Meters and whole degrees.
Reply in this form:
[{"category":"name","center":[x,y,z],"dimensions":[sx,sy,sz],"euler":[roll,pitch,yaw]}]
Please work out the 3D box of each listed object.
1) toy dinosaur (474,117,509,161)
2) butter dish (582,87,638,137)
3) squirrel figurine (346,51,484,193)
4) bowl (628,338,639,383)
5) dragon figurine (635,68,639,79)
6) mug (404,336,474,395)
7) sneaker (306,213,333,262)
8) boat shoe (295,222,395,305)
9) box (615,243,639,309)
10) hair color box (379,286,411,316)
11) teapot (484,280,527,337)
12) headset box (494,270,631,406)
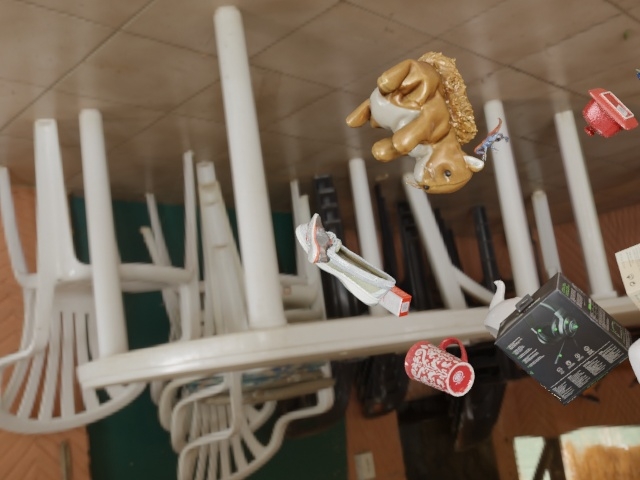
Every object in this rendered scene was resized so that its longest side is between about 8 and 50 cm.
[{"category":"toy dinosaur","center":[0.381,-0.222,1.601],"dimensions":[0.047,0.090,0.082],"euler":[-1,176,-45]},{"category":"butter dish","center":[0.823,-0.354,2.075],"dimensions":[0.160,0.160,0.118],"euler":[-22,157,-52]},{"category":"squirrel figurine","center":[0.335,-0.333,2.061],"dimensions":[0.397,0.370,0.281],"euler":[-37,177,-33]},{"category":"bowl","center":[0.596,0.207,1.164],"dimensions":[0.142,0.142,0.053],"euler":[-26,175,-10]},{"category":"dragon figurine","center":[0.706,-0.330,1.377],"dimensions":[0.144,0.085,0.289],"euler":[27,-168,7]},{"category":"mug","center":[0.324,0.327,1.890],"dimensions":[0.113,0.150,0.169],"euler":[24,176,-29]},{"category":"sneaker","center":[0.000,0.000,1.903],"dimensions":[0.065,0.158,0.061],"euler":[11,143,-16]},{"category":"boat shoe","center":[0.068,0.052,2.040],"dimensions":[0.103,0.320,0.118],"euler":[-48,179,22]},{"category":"box","center":[0.825,0.047,1.534],"dimensions":[0.311,0.121,0.148],"euler":[-28,130,31]},{"category":"hair color box","center":[0.229,0.186,2.316],"dimensions":[0.043,0.072,0.141],"euler":[-8,-153,-36]},{"category":"teapot","center":[0.707,0.284,2.437],"dimensions":[0.256,0.187,0.252],"euler":[42,173,-22]},{"category":"headset box","center":[0.657,0.263,1.957],"dimensions":[0.246,0.283,0.131],"euler":[-51,177,28]}]
